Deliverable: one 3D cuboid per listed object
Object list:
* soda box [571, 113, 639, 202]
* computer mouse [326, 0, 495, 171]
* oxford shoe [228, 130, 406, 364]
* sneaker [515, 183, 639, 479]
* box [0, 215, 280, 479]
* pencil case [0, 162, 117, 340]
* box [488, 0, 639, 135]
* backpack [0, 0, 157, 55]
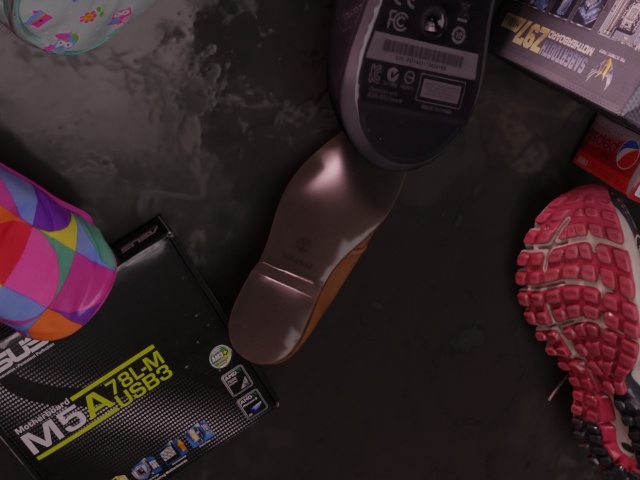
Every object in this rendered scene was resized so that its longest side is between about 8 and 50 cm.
[{"bbox_3d":[0.349,-0.046,1.011,0.263,0.092,0.083,20,104,-27],"label":"soda box"},{"bbox_3d":[0.076,-0.186,0.861,0.189,0.072,0.272,12,99,-33],"label":"computer mouse"},{"bbox_3d":[0.000,0.000,0.916,0.076,0.076,0.212,32,85,12],"label":"oxford shoe"},{"bbox_3d":[0.259,0.077,1.030,0.112,0.121,0.299,-41,125,-31],"label":"sneaker"},{"bbox_3d":[-0.153,0.105,0.907,0.191,0.045,0.184,-32,122,-7],"label":"box"},{"bbox_3d":[-0.234,-0.019,0.755,0.104,0.104,0.236,-45,140,2],"label":"pencil case"},{"bbox_3d":[0.218,-0.180,0.820,0.059,0.232,0.183,27,100,-23],"label":"box"},{"bbox_3d":[-0.137,-0.203,0.722,0.182,0.115,0.152,-37,151,7],"label":"backpack"}]
